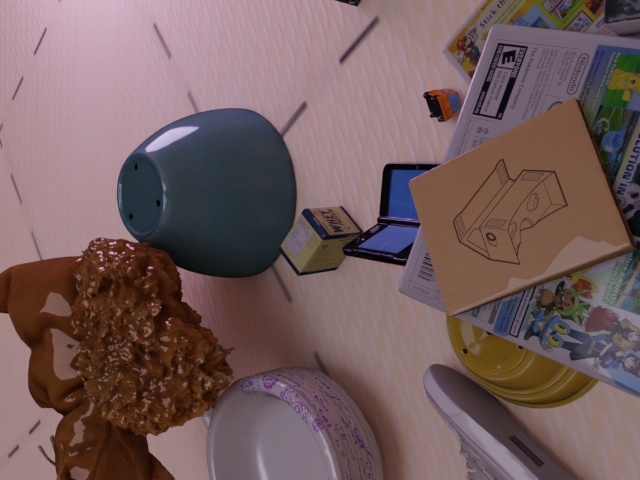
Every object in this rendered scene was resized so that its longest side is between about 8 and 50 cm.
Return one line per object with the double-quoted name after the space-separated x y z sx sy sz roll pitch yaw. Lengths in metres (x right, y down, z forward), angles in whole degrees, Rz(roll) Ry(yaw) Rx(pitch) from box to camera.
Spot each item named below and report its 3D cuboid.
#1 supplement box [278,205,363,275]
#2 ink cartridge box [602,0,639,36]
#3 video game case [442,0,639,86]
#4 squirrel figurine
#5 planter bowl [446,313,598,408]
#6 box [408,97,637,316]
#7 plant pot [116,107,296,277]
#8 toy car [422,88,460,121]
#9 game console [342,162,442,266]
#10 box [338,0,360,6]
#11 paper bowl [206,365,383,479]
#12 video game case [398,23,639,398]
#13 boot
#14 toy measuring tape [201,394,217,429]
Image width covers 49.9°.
0.000 0.000 1.001 0.056 0.083 0.083 52 126 26 "supplement box"
0.417 -0.281 0.577 0.333 0.065 0.165 2 92 38 "ink cartridge box"
0.268 -0.227 0.768 0.227 0.026 0.206 -48 62 36 "video game case"
-0.316 0.207 1.030 0.397 0.281 0.370 -27 63 45 "squirrel figurine"
0.217 0.099 0.803 0.217 0.090 0.217 5 98 44 "planter bowl"
0.198 -0.029 0.712 0.201 0.021 0.164 -26 65 32 "box"
-0.209 -0.075 1.115 0.290 0.195 0.290 4 97 43 "plant pot"
0.173 -0.140 0.872 0.041 0.060 0.122 -25 95 -2 "toy car"
0.099 -0.037 0.890 0.144 0.124 0.085 9 126 55 "game console"
0.049 -0.383 0.912 0.027 0.094 0.137 55 127 25 "box"
-0.028 0.327 1.016 0.284 0.148 0.284 6 98 43 "paper bowl"
0.255 -0.048 0.707 0.300 0.036 0.328 23 95 40 "video game case"
0.196 0.276 0.828 0.258 0.095 0.123 45 117 36 "boot"
-0.250 0.292 1.245 0.121 0.121 0.330 -27 76 42 "toy measuring tape"
